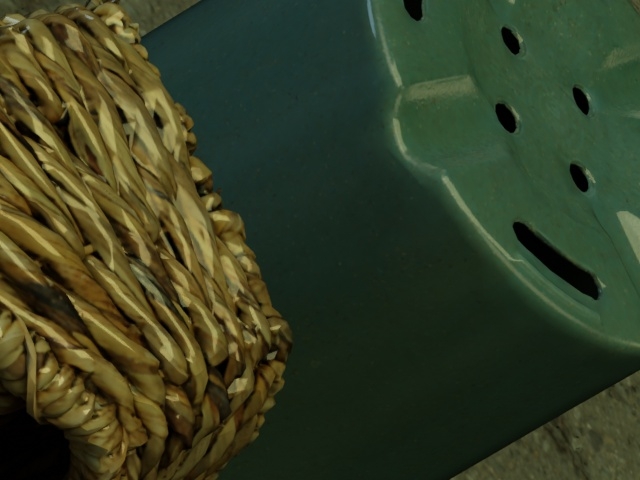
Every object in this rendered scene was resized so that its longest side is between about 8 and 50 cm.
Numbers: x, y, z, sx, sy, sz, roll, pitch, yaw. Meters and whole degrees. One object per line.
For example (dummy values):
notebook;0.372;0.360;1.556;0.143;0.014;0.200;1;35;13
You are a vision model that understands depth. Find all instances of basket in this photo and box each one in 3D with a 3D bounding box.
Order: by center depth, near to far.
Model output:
basket;-0.192;0.066;0.648;0.223;0.299;0.213;-19;82;-55

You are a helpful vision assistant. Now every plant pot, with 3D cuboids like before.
plant pot;0.000;0.000;0.881;0.341;0.334;0.341;28;46;-34
